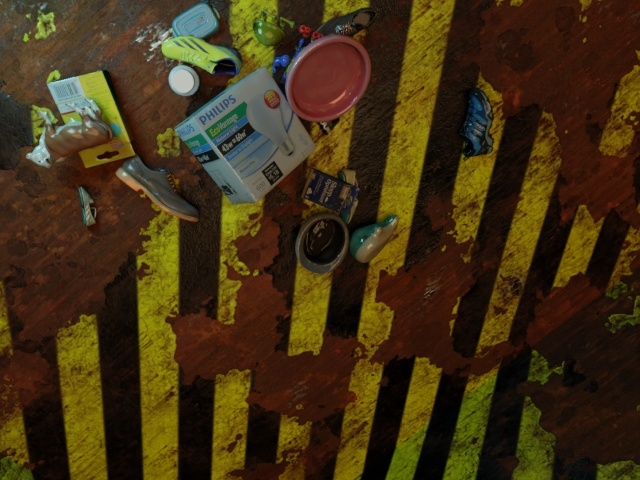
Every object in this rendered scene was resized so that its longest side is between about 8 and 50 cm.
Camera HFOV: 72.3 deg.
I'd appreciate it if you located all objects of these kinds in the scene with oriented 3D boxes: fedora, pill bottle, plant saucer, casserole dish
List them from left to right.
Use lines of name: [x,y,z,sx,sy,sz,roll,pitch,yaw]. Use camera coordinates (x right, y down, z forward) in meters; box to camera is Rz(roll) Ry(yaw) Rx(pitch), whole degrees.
pill bottle: [-0.498,-0.588,1.609,0.108,0.180,0.107,-4,112,-10]
casserole dish: [-0.458,-0.796,1.615,0.189,0.037,0.114,-31,114,1]
fedora: [0.000,0.000,1.967,0.244,0.124,0.275,12,100,-18]
plant saucer: [0.020,-0.592,1.592,0.332,0.084,0.332,-19,144,-15]

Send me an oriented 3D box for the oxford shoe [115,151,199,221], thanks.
oxford shoe: [-0.627,-0.208,1.765,0.364,0.130,0.132,37,92,-23]

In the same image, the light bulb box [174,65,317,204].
light bulb box: [-0.272,-0.383,1.639,0.358,0.225,0.361,-47,116,-25]

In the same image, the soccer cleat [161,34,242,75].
soccer cleat: [-0.432,-0.672,1.610,0.290,0.121,0.093,3,155,-17]

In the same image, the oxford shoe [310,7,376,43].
oxford shoe: [0.088,-0.819,1.680,0.272,0.098,0.096,-30,114,1]

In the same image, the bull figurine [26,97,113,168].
bull figurine: [-0.908,-0.382,1.565,0.311,0.101,0.188,-18,111,-3]

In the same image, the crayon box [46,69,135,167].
crayon box: [-0.846,-0.454,1.647,0.203,0.081,0.318,-15,113,-5]

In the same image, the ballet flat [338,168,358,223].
ballet flat: [0.132,-0.198,1.947,0.086,0.086,0.248,-7,111,-9]

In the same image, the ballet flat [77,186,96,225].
ballet flat: [-0.943,-0.142,1.774,0.052,0.057,0.168,-14,120,-36]

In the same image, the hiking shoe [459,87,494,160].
hiking shoe: [0.674,-0.505,1.911,0.132,0.113,0.303,-19,113,-4]

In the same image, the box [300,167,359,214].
box: [0.042,-0.208,1.897,0.226,0.036,0.136,23,109,3]

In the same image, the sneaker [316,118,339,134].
sneaker: [-0.003,-0.552,1.782,0.106,0.078,0.234,-38,114,-2]

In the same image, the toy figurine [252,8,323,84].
toy figurine: [-0.099,-0.657,1.627,0.363,0.191,0.217,17,90,-17]

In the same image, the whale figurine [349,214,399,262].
whale figurine: [0.240,-0.025,2.003,0.272,0.216,0.141,-43,70,-14]
